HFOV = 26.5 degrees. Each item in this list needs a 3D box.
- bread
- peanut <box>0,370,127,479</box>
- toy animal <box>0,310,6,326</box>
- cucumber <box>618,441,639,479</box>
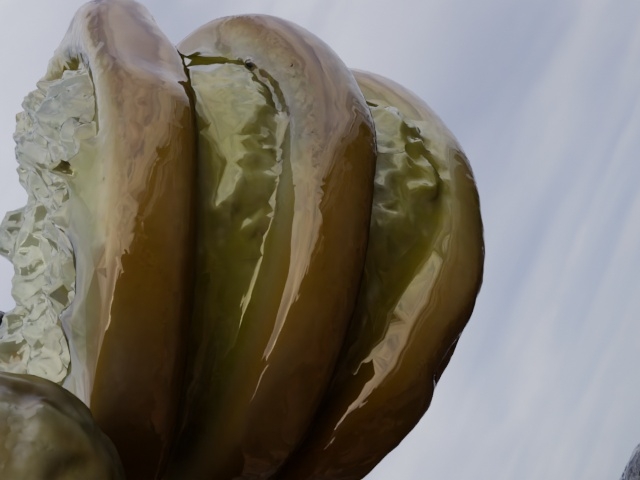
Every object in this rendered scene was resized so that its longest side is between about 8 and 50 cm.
[{"bbox_3d":[-0.048,-0.012,0.751,0.315,0.270,0.211,-100,15,-47],"label":"bread"},{"bbox_3d":[-0.115,0.176,0.635,0.305,0.147,0.147,57,-130,-34],"label":"peanut"},{"bbox_3d":[-0.233,0.155,1.021,0.214,0.094,0.186,96,-176,-73],"label":"toy animal"},{"bbox_3d":[0.319,0.238,1.306,0.064,0.064,0.112,-43,-27,-56],"label":"cucumber"}]
